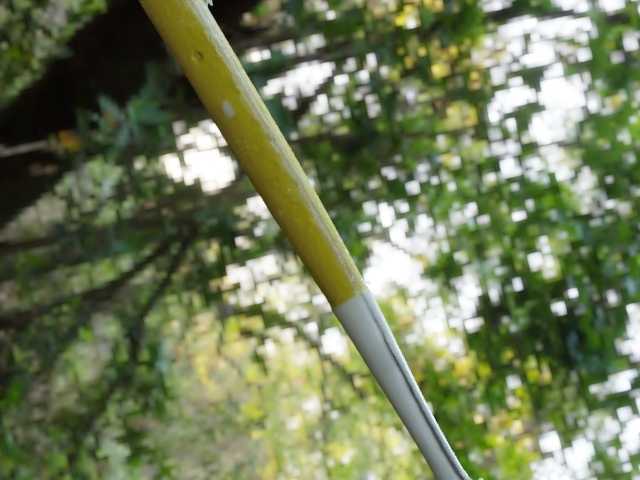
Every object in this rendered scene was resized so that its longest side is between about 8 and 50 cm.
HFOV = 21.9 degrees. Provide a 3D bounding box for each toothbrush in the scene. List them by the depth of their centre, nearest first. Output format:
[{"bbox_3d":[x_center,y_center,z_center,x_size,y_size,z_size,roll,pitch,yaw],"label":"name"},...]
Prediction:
[{"bbox_3d":[0.000,0.000,0.575,0.288,0.021,0.024,59,22,-1],"label":"toothbrush"}]
